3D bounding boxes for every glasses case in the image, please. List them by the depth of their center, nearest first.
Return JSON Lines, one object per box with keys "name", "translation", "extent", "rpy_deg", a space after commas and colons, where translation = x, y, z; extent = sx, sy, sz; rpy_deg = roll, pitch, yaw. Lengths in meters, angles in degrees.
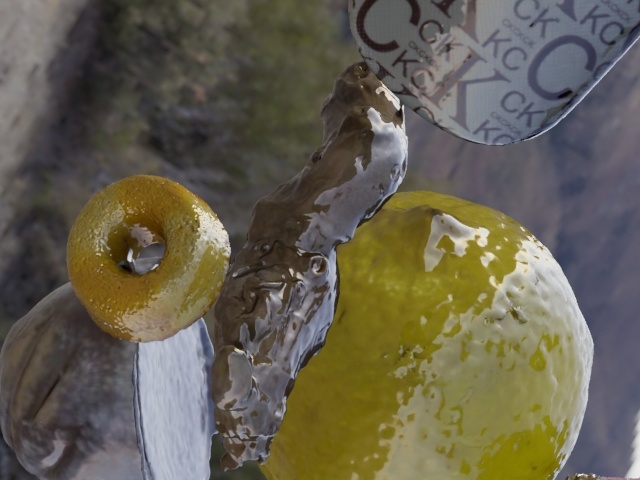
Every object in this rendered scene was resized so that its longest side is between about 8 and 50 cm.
{"name": "glasses case", "translation": [0.156, -0.201, 0.900], "extent": [0.354, 0.137, 0.085], "rpy_deg": [-50, -175, 17]}

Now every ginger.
{"name": "ginger", "translation": [-0.001, 0.002, 1.115], "extent": [0.122, 0.084, 0.290], "rpy_deg": [73, 33, -51]}

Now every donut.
{"name": "donut", "translation": [-0.150, 0.011, 1.522], "extent": [0.152, 0.152, 0.058], "rpy_deg": [-57, 147, -13]}

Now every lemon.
{"name": "lemon", "translation": [0.082, 0.121, 1.606], "extent": [0.336, 0.336, 0.336], "rpy_deg": [-57, 174, -9]}

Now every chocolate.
{"name": "chocolate", "translation": [-0.252, 0.172, 2.013], "extent": [0.303, 0.213, 0.303], "rpy_deg": [-3, 90, -78]}

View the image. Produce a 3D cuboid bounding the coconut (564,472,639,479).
{"name": "coconut", "translation": [0.291, 0.315, 1.528], "extent": [0.245, 0.233, 0.233], "rpy_deg": [16, -111, 54]}
